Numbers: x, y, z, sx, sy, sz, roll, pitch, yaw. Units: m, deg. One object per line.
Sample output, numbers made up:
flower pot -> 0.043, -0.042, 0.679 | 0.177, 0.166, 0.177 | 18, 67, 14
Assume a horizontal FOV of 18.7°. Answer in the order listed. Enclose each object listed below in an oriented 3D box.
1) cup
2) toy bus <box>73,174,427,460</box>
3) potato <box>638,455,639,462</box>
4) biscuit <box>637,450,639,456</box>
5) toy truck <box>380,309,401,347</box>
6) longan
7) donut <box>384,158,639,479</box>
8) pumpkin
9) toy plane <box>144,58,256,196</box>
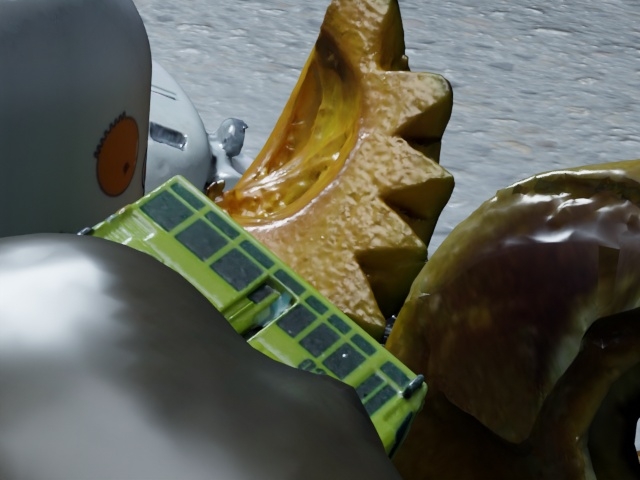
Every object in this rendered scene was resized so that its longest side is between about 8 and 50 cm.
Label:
cup -> -0.199, 0.002, 1.027 | 0.212, 0.317, 0.212 | 6, 22, -2
toy bus -> -0.039, 0.059, 0.904 | 0.175, 0.088, 0.101 | 40, 44, 13
potato -> 0.176, 0.147, 1.050 | 0.083, 0.062, 0.068 | -7, 2, 17
biscuit -> 0.223, 0.171, 1.124 | 0.228, 0.031, 0.176 | 4, 22, -12
toy truck -> -0.001, 0.111, 1.081 | 0.088, 0.121, 0.259 | 10, 22, 10
longan -> -0.095, 0.154, 0.749 | 0.350, 0.288, 0.288 | 28, 28, 26
donut -> 0.193, 0.107, 0.938 | 0.330, 0.330, 0.160 | 19, 2, 28
pumpkin -> 0.000, 0.000, 1.061 | 0.130, 0.149, 0.254 | 27, 69, 7
toy plane -> -0.152, -0.080, 1.535 | 0.252, 0.118, 0.252 | 24, 15, -7
